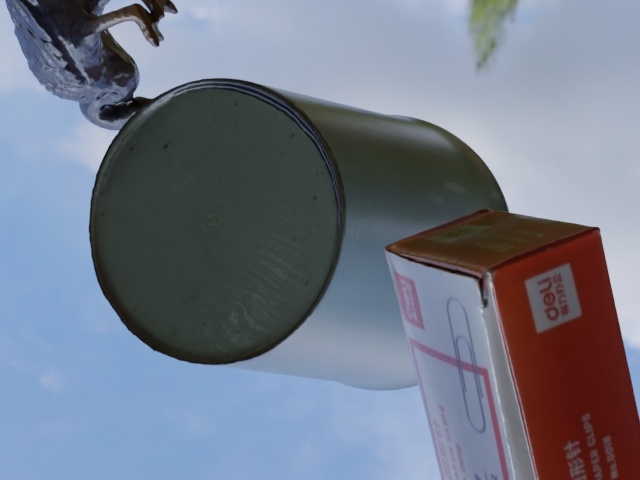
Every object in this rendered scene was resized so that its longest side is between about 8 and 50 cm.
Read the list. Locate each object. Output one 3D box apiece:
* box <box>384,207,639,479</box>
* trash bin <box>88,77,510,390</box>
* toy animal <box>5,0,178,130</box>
[{"bbox_3d":[0.119,0.082,1.077,0.099,0.182,0.133,-20,-163,-22],"label":"box"},{"bbox_3d":[0.000,0.000,1.621,0.280,0.280,0.432,23,-175,25],"label":"trash bin"},{"bbox_3d":[-0.280,-0.249,2.095,0.298,0.185,0.122,38,-143,-36],"label":"toy animal"}]
